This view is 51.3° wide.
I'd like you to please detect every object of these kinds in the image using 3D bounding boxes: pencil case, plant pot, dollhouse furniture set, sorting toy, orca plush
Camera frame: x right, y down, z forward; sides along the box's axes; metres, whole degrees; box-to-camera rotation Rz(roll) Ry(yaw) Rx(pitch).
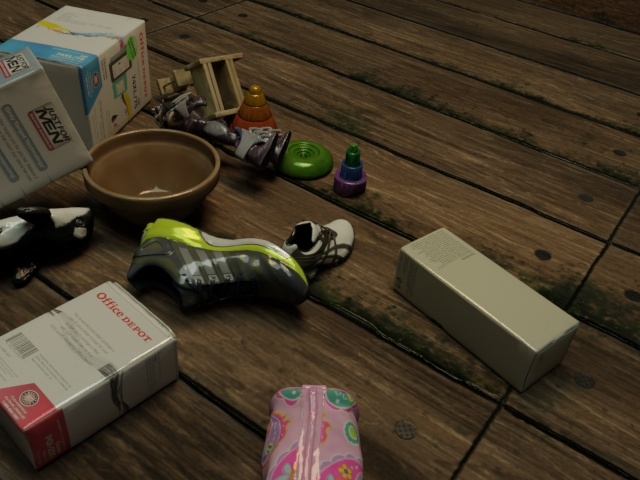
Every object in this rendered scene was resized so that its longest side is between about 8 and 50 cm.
[{"bbox_3d":[-0.013,0.295,0.735,0.124,0.124,0.284,6,37,0],"label":"pencil case"},{"bbox_3d":[-0.300,-0.099,1.200,0.237,0.110,0.237,5,38,-4],"label":"plant pot"},{"bbox_3d":[-0.259,-0.337,1.527,0.129,0.129,0.183,-24,12,-42],"label":"dollhouse furniture set"},{"bbox_3d":[-0.050,-0.221,1.377,0.365,0.126,0.127,31,44,29],"label":"sorting toy"},{"bbox_3d":[-0.481,0.019,1.030,0.287,0.151,0.102,-9,75,-55],"label":"orca plush"}]

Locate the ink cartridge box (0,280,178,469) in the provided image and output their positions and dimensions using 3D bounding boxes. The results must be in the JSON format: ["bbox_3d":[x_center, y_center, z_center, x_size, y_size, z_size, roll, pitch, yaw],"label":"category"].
[{"bbox_3d":[-0.320,0.166,0.877,0.158,0.092,0.218,33,47,30],"label":"ink cartridge box"}]

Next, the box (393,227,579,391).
[{"bbox_3d":[0.248,0.098,1.039,0.113,0.094,0.275,-23,47,-31],"label":"box"}]

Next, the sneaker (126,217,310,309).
[{"bbox_3d":[-0.162,0.061,1.040,0.300,0.111,0.121,11,48,15],"label":"sneaker"}]

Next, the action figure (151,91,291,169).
[{"bbox_3d":[-0.211,-0.220,1.327,0.285,0.099,0.185,19,0,12],"label":"action figure"}]

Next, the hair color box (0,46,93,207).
[{"bbox_3d":[-0.585,-0.136,1.062,0.374,0.185,0.113,-30,44,-15],"label":"hair color box"}]

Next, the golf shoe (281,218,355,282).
[{"bbox_3d":[0.000,0.000,1.131,0.077,0.094,0.198,25,40,23],"label":"golf shoe"}]

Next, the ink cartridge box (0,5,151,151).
[{"bbox_3d":[-0.512,-0.347,1.414,0.197,0.198,0.270,12,39,8],"label":"ink cartridge box"}]
